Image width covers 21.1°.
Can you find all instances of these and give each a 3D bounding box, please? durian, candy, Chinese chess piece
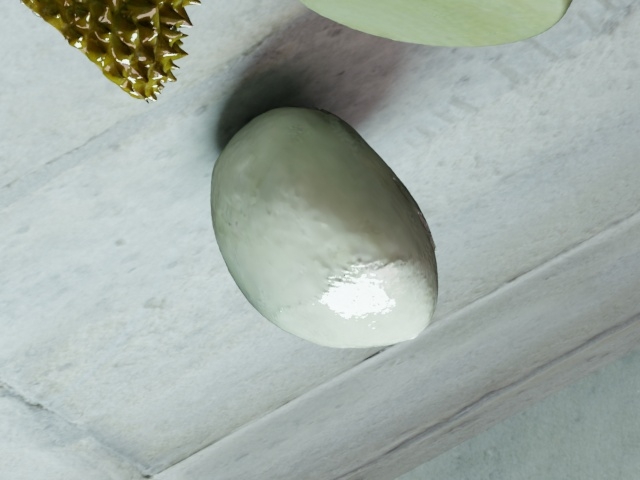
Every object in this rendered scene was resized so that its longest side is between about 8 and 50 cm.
[{"bbox_3d":[-0.170,-0.183,1.339,0.132,0.165,0.182,-3,134,24],"label":"durian"},{"bbox_3d":[0.000,0.000,1.699,0.185,0.295,0.295,-40,158,-6],"label":"candy"},{"bbox_3d":[0.087,-0.240,1.366,0.250,0.101,0.250,8,167,2],"label":"Chinese chess piece"}]
